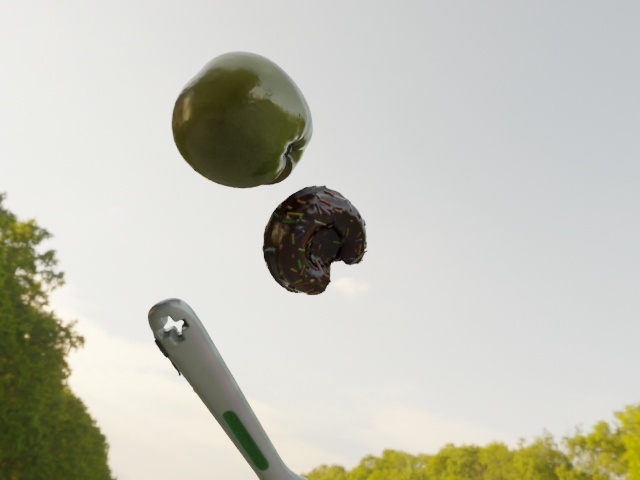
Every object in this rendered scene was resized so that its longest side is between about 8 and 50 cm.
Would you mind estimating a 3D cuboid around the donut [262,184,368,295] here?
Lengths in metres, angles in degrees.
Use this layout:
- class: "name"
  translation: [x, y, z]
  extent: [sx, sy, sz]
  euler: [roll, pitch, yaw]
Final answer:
- class: "donut"
  translation: [-0.001, 0.000, 1.156]
  extent: [0.230, 0.216, 0.096]
  euler: [-19, 26, -25]

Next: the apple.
- class: "apple"
  translation: [-0.158, -0.239, 1.194]
  extent: [0.254, 0.292, 0.292]
  euler: [32, -26, 10]

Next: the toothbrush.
- class: "toothbrush"
  translation: [-0.024, 0.212, 0.482]
  extent: [0.042, 0.040, 0.417]
  euler: [-24, -69, 7]
